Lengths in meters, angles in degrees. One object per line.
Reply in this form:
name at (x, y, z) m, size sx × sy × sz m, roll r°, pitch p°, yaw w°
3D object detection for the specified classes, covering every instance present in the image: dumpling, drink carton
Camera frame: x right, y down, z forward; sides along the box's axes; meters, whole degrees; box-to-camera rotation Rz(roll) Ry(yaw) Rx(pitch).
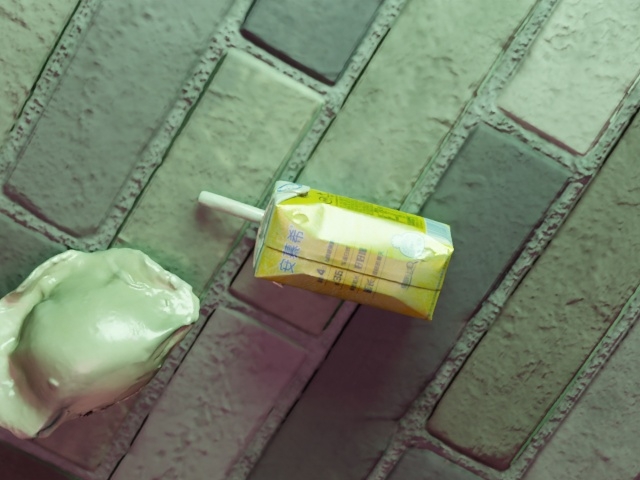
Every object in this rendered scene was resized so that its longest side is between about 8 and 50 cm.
dumpling at (-0.190, 0.074, 1.485) m, size 0.188 × 0.108 × 0.127 m, roll -32°, pitch 71°, yaw -2°
drink carton at (0.000, 0.000, 1.460) m, size 0.200 × 0.074 × 0.084 m, roll 14°, pitch 112°, yaw -6°
